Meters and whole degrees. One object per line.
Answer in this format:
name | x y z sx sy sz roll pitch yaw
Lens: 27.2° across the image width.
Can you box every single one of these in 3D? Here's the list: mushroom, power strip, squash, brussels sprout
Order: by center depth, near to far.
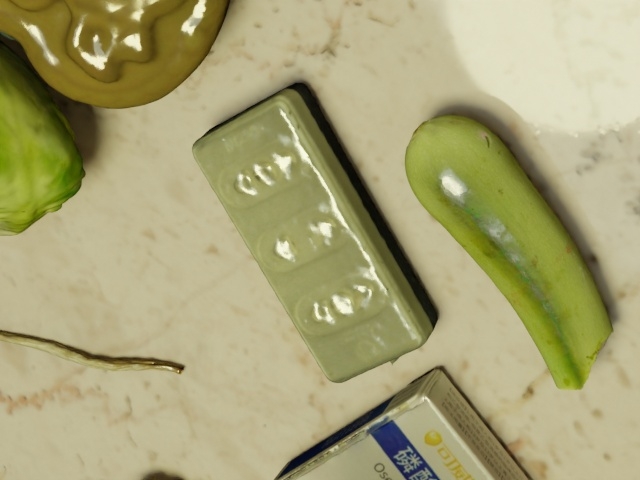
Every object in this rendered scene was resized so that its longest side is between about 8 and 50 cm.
squash | 0.156 0.004 1.074 0.083 0.083 0.250 -32 100 27
brussels sprout | -0.298 -0.095 1.129 0.223 0.223 0.161 26 79 9
power strip | 0.000 0.000 1.131 0.105 0.070 0.257 -26 101 27
mushroom | -0.266 0.109 1.300 0.286 0.026 0.028 2 127 18

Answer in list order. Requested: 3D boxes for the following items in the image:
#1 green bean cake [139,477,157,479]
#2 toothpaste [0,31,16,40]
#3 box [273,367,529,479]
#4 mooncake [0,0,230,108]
green bean cake | -0.153 0.378 1.299 0.229 0.131 0.224 38 119 3
toothpaste | -0.313 -0.215 1.161 0.197 0.057 0.035 32 106 21
box | 0.133 0.301 1.201 0.200 0.065 0.343 -37 95 29
mooncake | -0.169 -0.232 1.053 0.234 0.117 0.235 2 117 4
